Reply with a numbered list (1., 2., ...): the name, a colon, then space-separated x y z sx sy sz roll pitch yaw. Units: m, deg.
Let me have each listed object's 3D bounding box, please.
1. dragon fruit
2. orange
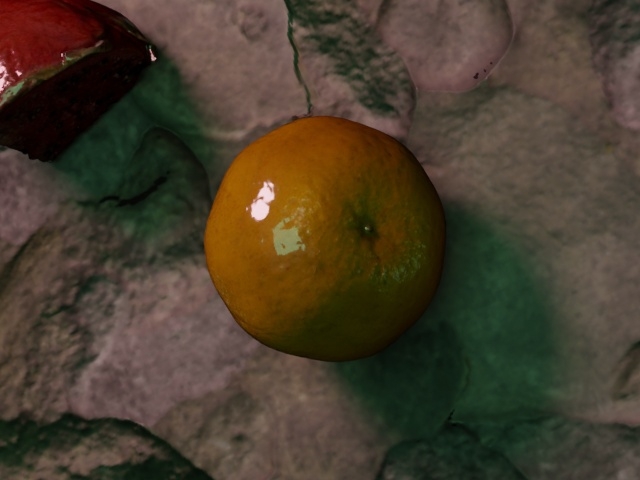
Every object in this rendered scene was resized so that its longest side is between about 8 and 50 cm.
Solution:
1. dragon fruit: -0.212 -0.138 1.337 0.161 0.120 0.127 40 88 18
2. orange: 0.000 0.000 1.260 0.159 0.136 0.159 5 80 -28
